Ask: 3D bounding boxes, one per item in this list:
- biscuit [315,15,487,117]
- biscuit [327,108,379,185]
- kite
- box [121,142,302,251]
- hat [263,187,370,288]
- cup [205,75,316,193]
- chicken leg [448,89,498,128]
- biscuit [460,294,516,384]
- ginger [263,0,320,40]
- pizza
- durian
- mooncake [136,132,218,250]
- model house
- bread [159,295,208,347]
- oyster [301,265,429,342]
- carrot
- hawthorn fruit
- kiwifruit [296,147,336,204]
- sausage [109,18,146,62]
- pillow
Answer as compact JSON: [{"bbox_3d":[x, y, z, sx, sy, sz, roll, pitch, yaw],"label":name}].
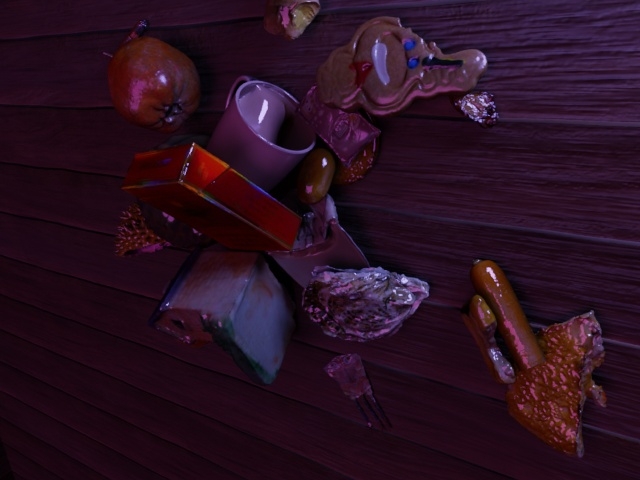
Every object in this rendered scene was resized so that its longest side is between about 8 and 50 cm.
[{"bbox_3d":[0.139,-0.315,0.951,0.319,0.047,0.184,16,96,24],"label":"biscuit"},{"bbox_3d":[0.067,-0.207,1.089,0.125,0.025,0.206,19,119,27],"label":"biscuit"},{"bbox_3d":[0.098,0.396,1.330,0.127,0.016,0.230,-28,90,41],"label":"kite"},{"bbox_3d":[-0.214,-0.076,1.062,0.197,0.313,0.089,2,68,40],"label":"box"},{"bbox_3d":[0.000,0.000,1.199,0.214,0.149,0.244,-22,133,32],"label":"hat"},{"bbox_3d":[-0.153,-0.232,1.137,0.200,0.191,0.253,-42,63,41],"label":"cup"},{"bbox_3d":[0.264,-0.260,0.934,0.145,0.037,0.062,44,105,9],"label":"chicken leg"},{"bbox_3d":[0.327,0.195,0.993,0.038,0.174,0.184,-25,77,0],"label":"biscuit"},{"bbox_3d":[-0.072,-0.542,1.014,0.131,0.086,0.295,-2,100,43],"label":"ginger"},{"bbox_3d":[0.457,0.260,1.002,0.189,0.071,0.297,20,116,45],"label":"pizza"},{"bbox_3d":[-0.507,-0.037,1.490,0.260,0.153,0.187,-27,69,30],"label":"durian"},{"bbox_3d":[-0.319,-0.120,1.294,0.290,0.161,0.291,12,116,27],"label":"mooncake"},{"bbox_3d":[-0.247,0.180,1.265,0.279,0.245,0.312,2,141,24],"label":"model house"},{"bbox_3d":[-0.378,0.219,1.509,0.199,0.104,0.199,14,118,27],"label":"bread"},{"bbox_3d":[0.091,0.136,1.153,0.267,0.112,0.199,16,124,9],"label":"oyster"},{"bbox_3d":[0.355,0.136,0.995,0.067,0.067,0.225,-34,72,38],"label":"carrot"},{"bbox_3d":[-0.409,-0.383,1.219,0.262,0.210,0.211,45,127,18],"label":"hawthorn fruit"},{"bbox_3d":[-0.009,-0.136,1.092,0.075,0.075,0.125,23,90,23],"label":"kiwifruit"},{"bbox_3d":[-0.498,-0.504,1.336,0.198,0.025,0.028,-32,105,38],"label":"sausage"},{"bbox_3d":[0.034,-0.244,1.053,0.185,0.043,0.118,53,127,14],"label":"pillow"}]
